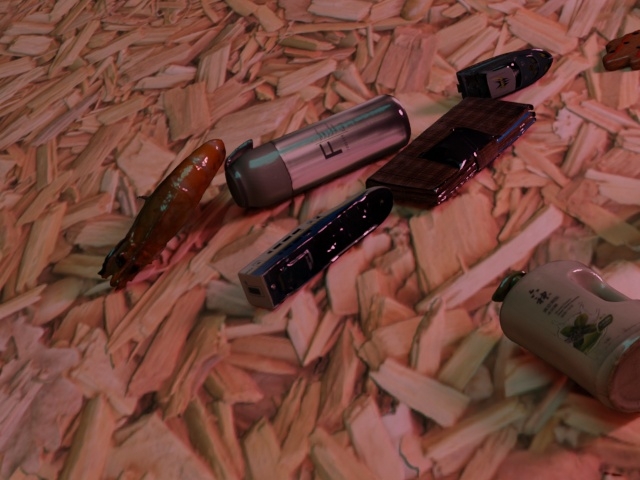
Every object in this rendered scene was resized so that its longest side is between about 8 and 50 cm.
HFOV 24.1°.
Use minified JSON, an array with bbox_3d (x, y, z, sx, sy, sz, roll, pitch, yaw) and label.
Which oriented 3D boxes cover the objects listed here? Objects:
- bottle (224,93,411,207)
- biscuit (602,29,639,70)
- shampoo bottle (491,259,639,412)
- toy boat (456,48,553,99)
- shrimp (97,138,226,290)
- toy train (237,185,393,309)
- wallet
[{"bbox_3d":[-0.006,-0.123,1.995,0.254,0.079,0.096,-25,71,-14],"label":"bottle"},{"bbox_3d":[0.457,-0.268,2.083,0.130,0.019,0.119,11,39,39],"label":"biscuit"},{"bbox_3d":[0.261,0.082,1.506,0.118,0.087,0.234,-30,31,-17],"label":"shampoo bottle"},{"bbox_3d":[0.259,-0.232,2.084,0.141,0.055,0.060,-21,22,-9],"label":"toy boat"},{"bbox_3d":[-0.202,-0.036,1.938,0.068,0.150,0.248,38,61,3],"label":"shrimp"},{"bbox_3d":[0.000,0.000,1.819,0.051,0.052,0.234,9,37,45],"label":"toy train"},{"bbox_3d":[0.171,-0.119,1.948,0.124,0.042,0.230,9,36,42],"label":"wallet"}]
